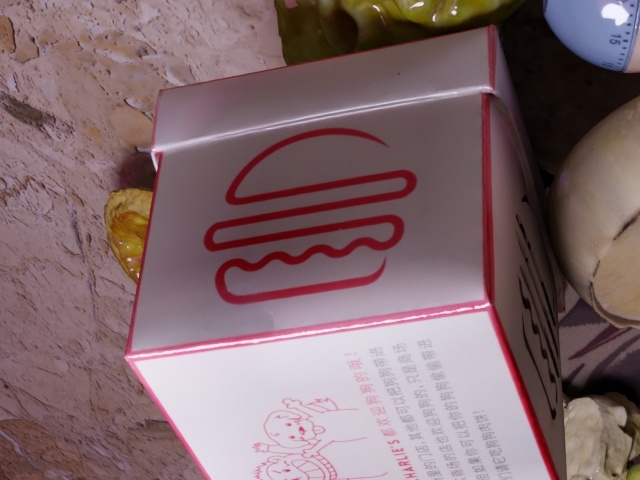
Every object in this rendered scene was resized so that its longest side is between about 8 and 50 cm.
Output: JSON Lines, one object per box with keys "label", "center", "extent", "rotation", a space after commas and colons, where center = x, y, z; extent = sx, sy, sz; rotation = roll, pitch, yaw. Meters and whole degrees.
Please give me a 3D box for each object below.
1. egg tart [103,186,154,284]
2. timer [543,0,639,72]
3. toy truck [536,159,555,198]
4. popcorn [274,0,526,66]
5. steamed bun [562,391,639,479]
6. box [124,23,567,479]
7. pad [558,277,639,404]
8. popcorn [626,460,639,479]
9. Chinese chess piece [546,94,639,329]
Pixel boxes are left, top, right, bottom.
{"label": "egg tart", "center": [-0.156, 0.010, 1.962], "extent": [0.241, 0.106, 0.241], "rotation": [26, 146, 19]}
{"label": "timer", "center": [0.297, -0.196, 1.280], "extent": [0.255, 0.175, 0.175], "rotation": [24, 143, 17]}
{"label": "toy truck", "center": [0.122, -0.036, 1.589], "extent": [0.216, 0.110, 0.116], "rotation": [9, 105, 2]}
{"label": "popcorn", "center": [0.063, -0.220, 1.450], "extent": [0.225, 0.174, 0.286], "rotation": [38, 146, 10]}
{"label": "steamed bun", "center": [0.296, 0.263, 1.796], "extent": [0.106, 0.192, 0.177], "rotation": [17, 162, -26]}
{"label": "box", "center": [0.038, 0.047, 1.375], "extent": [0.312, 0.300, 0.314], "rotation": [-10, 138, 15]}
{"label": "pad", "center": [0.368, 0.107, 1.697], "extent": [0.330, 0.004, 0.220], "rotation": [3, 133, 39]}
{"label": "popcorn", "center": [0.431, 0.251, 1.581], "extent": [0.282, 0.282, 0.247], "rotation": [22, 179, 22]}
{"label": "Chinese chess piece", "center": [0.321, -0.033, 1.373], "extent": [0.257, 0.257, 0.104], "rotation": [98, 154, -52]}
